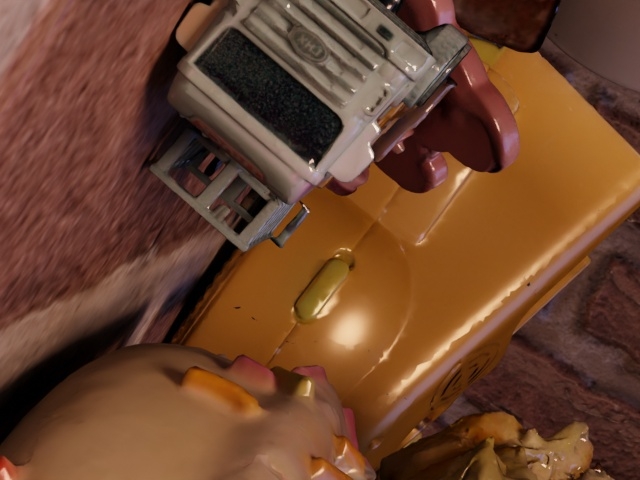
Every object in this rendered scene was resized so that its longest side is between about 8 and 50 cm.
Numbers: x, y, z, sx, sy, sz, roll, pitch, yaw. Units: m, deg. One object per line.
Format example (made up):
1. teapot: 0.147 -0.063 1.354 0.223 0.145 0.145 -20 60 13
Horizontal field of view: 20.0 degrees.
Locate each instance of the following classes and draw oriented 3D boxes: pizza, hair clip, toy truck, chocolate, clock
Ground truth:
1. pizza: 0.039 0.166 0.838 0.223 0.089 0.323 -51 179 5
2. hair clip: 0.043 -0.076 0.930 0.102 0.123 0.138 -29 177 12
3. toy truck: -0.009 -0.053 0.666 0.115 0.080 0.178 -49 178 5
4. chocolate: 0.087 -0.160 0.910 0.149 0.080 0.125 140 -33 -82
5. clock: 0.031 0.033 1.141 0.317 0.200 0.244 -48 171 -16

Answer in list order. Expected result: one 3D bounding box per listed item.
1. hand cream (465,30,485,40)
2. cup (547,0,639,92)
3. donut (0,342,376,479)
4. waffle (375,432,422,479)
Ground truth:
1. hand cream: 0.109 -0.166 1.472 0.079 0.048 0.255 -62 175 -22
2. cup: 0.251 -0.259 1.041 0.253 0.253 0.371 -57 173 -19
3. donut: -0.120 0.199 0.758 0.382 0.142 0.382 -57 177 -5
4. waffle: -0.023 0.175 1.305 0.221 0.055 0.248 -34 -148 24
